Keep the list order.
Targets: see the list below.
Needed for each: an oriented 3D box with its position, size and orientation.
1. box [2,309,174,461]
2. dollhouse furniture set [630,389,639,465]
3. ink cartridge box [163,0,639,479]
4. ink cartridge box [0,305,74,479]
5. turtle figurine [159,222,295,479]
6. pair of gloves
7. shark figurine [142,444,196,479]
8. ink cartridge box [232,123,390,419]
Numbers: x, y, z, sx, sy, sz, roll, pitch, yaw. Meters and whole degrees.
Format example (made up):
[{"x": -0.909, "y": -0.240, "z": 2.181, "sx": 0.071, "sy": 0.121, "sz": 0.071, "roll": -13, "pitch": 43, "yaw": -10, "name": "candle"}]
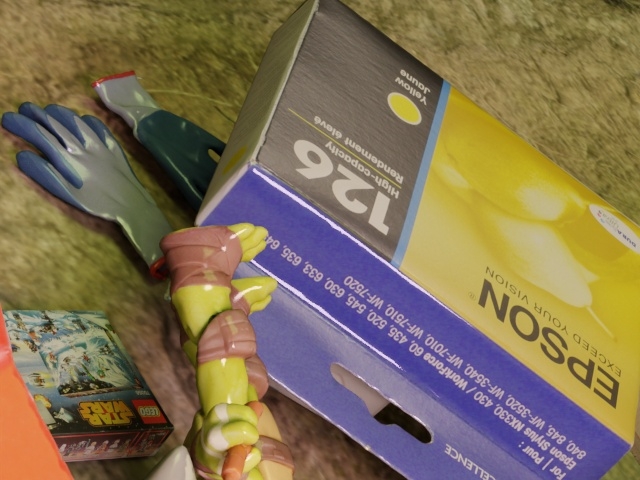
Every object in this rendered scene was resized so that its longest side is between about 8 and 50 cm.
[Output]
[{"x": -0.157, "y": 0.080, "z": 1.103, "sx": 0.137, "sy": 0.027, "sz": 0.094, "roll": 3, "pitch": 43, "yaw": -47, "name": "box"}, {"x": 0.388, "y": 0.196, "z": 1.197, "sx": 0.362, "sy": 0.256, "sz": 0.394, "roll": 45, "pitch": 12, "yaw": -43, "name": "dollhouse furniture set"}, {"x": 0.073, "y": 0.016, "z": 1.250, "sx": 0.304, "sy": 0.072, "sz": 0.307, "roll": 37, "pitch": 33, "yaw": -14, "name": "ink cartridge box"}, {"x": -0.274, "y": 0.026, "z": 0.774, "sx": 0.308, "sy": 0.091, "sz": 0.385, "roll": -21, "pitch": 72, "yaw": -29, "name": "ink cartridge box"}, {"x": -0.038, "y": 0.115, "z": 1.032, "sx": 0.269, "sy": 0.087, "sz": 0.217, "roll": 56, "pitch": 19, "yaw": -60, "name": "turtle figurine"}, {"x": -0.119, "y": -0.048, "z": 1.342, "sx": 0.159, "sy": 0.023, "sz": 0.198, "roll": 46, "pitch": 30, "yaw": 11, "name": "pair of gloves"}, {"x": -0.142, "y": 0.228, "z": 0.866, "sx": 0.116, "sy": 0.166, "sz": 0.278, "roll": 17, "pitch": 44, "yaw": 14, "name": "shark figurine"}, {"x": 0.000, "y": 0.000, "z": 1.318, "sx": 0.134, "sy": 0.078, "sz": 0.231, "roll": 32, "pitch": 35, "yaw": -20, "name": "ink cartridge box"}]
